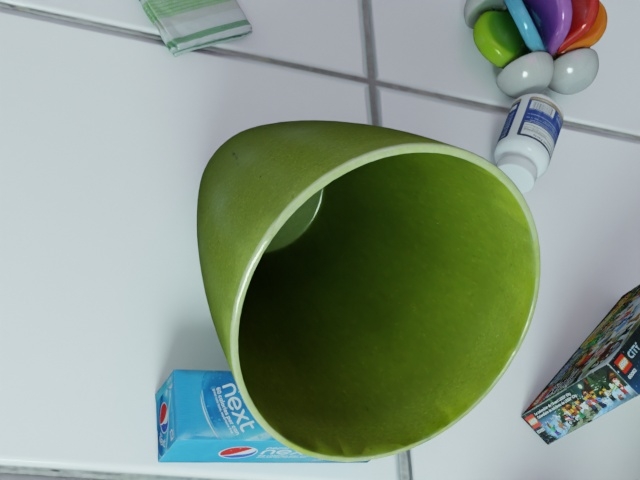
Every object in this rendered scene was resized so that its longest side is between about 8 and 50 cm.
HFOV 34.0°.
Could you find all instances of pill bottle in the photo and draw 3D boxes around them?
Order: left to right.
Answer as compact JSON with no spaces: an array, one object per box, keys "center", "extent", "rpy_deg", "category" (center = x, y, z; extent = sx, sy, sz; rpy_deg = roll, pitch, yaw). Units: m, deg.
[{"center":[0.247,-0.115,1.258],"extent":[0.067,0.067,0.120],"rpy_deg":[30,54,-6],"category":"pill bottle"}]

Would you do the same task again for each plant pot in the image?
[{"center":[0.000,0.000,0.941],"extent":[0.274,0.275,0.293],"rpy_deg":[-2,23,-25],"category":"plant pot"}]

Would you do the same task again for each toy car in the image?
[{"center":[0.282,-0.274,1.323],"extent":[0.182,0.136,0.159],"rpy_deg":[-9,67,-28],"category":"toy car"}]

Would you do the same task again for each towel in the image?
[{"center":[-0.160,-0.283,1.203],"extent":[0.113,0.023,0.152],"rpy_deg":[-22,71,-35],"category":"towel"}]

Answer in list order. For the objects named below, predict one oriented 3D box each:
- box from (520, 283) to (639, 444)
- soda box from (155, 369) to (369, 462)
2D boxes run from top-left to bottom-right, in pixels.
[{"center":[0.327,0.106,1.111],"extent":[0.044,0.159,0.233],"rpy_deg":[47,54,5],"category":"box"},{"center":[-0.041,0.164,0.966],"extent":[0.210,0.071,0.067],"rpy_deg":[4,61,-22],"category":"soda box"}]
